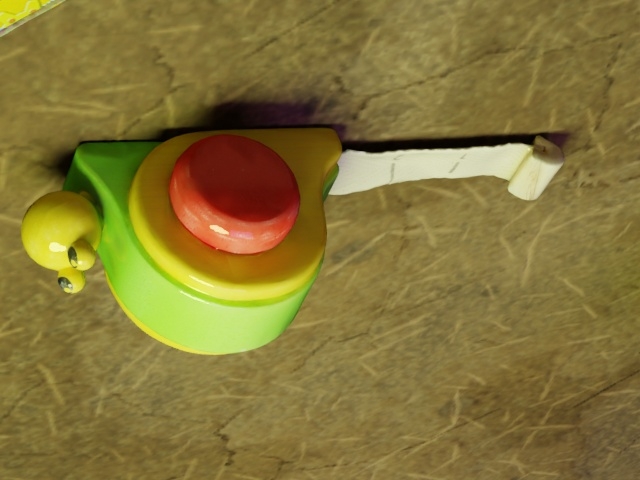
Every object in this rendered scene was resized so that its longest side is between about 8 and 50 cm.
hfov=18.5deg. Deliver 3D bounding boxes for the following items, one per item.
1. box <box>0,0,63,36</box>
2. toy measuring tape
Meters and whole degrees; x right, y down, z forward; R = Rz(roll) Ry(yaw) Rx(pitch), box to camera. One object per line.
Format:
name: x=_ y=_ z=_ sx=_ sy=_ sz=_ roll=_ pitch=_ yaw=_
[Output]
box: x=-0.113 y=-0.218 z=0.496 sx=0.290 sy=0.279 sz=0.177 roll=-28 pitch=149 yaw=13
toy measuring tape: x=0.000 y=0.000 z=1.068 sx=0.330 sy=0.121 sz=0.121 roll=-3 pitch=146 yaw=-26
